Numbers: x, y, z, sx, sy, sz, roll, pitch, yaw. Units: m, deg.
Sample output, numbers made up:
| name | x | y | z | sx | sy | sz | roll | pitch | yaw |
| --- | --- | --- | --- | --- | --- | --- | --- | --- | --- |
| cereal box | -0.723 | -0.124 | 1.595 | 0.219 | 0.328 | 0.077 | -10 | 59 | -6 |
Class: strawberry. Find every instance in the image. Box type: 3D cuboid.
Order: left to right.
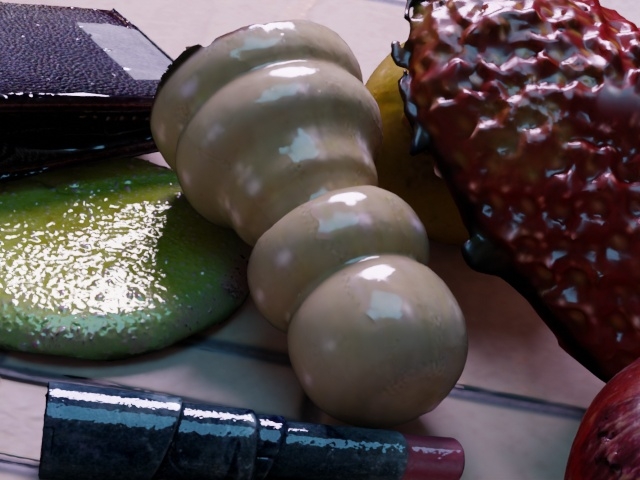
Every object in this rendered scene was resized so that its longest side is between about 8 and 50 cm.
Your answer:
| name | x | y | z | sx | sy | sz | roll | pitch | yaw |
| --- | --- | --- | --- | --- | --- | --- | --- | --- | --- |
| strawberry | 0.183 | -0.048 | 1.035 | 0.306 | 0.137 | 0.233 | 37 | 58 | -18 |

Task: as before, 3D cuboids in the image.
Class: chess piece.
| name | x | y | z | sx | sy | sz | roll | pitch | yaw |
| --- | --- | --- | --- | --- | --- | --- | --- | --- | --- |
| chess piece | 0.000 | 0.000 | 1.033 | 0.142 | 0.143 | 0.261 | -8 | 53 | -24 |

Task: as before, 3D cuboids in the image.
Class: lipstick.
| name | x | y | z | sx | sy | sz | roll | pitch | yaw |
| --- | --- | --- | --- | --- | --- | --- | --- | --- | --- |
| lipstick | -0.036 | 0.111 | 0.936 | 0.234 | 0.053 | 0.053 | 4 | 33 | -9 |

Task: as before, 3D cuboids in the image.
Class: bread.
| name | x | y | z | sx | sy | sz | roll | pitch | yaw |
| --- | --- | --- | --- | --- | --- | --- | --- | --- | --- |
| bread | -0.153 | -0.001 | 1.093 | 0.228 | 0.033 | 0.228 | 5 | 33 | -3 |

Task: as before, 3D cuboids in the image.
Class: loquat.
| name | x | y | z | sx | sy | sz | roll | pitch | yaw |
| --- | --- | --- | --- | --- | --- | --- | --- | --- | --- |
| loquat | 0.095 | -0.070 | 1.155 | 0.137 | 0.163 | 0.163 | -13 | 25 | 24 |

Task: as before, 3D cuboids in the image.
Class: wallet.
| name | x | y | z | sx | sy | sz | roll | pitch | yaw |
| --- | --- | --- | --- | --- | --- | --- | --- | --- | --- |
| wallet | -0.226 | -0.110 | 1.178 | 0.262 | 0.071 | 0.221 | -8 | 27 | -27 |

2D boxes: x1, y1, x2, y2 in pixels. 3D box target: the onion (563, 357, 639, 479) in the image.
| name | x | y | z | sx | sy | sz | roll | pitch | yaw |
| --- | --- | --- | --- | --- | --- | --- | --- | --- | --- |
| onion | 0.238 | 0.130 | 0.844 | 0.246 | 0.190 | 0.246 | -4 | 19 | 1 |
